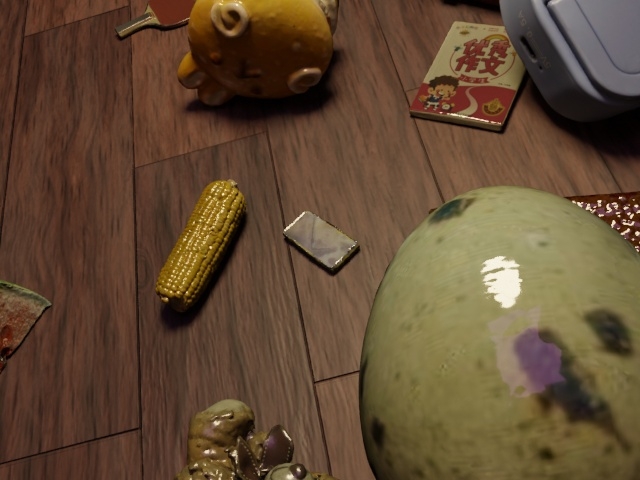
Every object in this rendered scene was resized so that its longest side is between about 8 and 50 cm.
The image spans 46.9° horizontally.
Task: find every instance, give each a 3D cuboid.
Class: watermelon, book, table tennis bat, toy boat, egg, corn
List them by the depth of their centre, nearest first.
[{"bbox_3d":[0.206,0.150,0.759,0.345,0.345,0.427,-15,72,4],"label":"egg"},{"bbox_3d":[0.000,0.000,1.137,0.063,0.016,0.115,-43,56,-16],"label":"toy boat"},{"bbox_3d":[-0.181,0.003,1.144,0.080,0.080,0.238,10,61,21],"label":"corn"},{"bbox_3d":[-0.500,0.127,1.164,0.098,0.121,0.158,4,100,35],"label":"watermelon"},{"bbox_3d":[0.269,-0.288,1.268,0.162,0.022,0.231,16,61,24],"label":"book"},{"bbox_3d":[-0.331,-0.485,1.568,0.220,0.019,0.130,-28,54,-8],"label":"table tennis bat"}]

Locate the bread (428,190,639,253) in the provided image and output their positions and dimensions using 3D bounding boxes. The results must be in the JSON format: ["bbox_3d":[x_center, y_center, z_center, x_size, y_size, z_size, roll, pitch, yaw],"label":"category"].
[{"bbox_3d":[0.352,0.024,0.969,0.417,0.113,0.165,-3,54,14],"label":"bread"}]

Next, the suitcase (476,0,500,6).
[{"bbox_3d":[0.353,-0.546,1.342,0.297,0.161,0.236,23,65,28],"label":"suitcase"}]

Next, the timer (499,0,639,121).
[{"bbox_3d":[0.455,-0.402,1.129,0.395,0.173,0.394,0,87,-7],"label":"timer"}]

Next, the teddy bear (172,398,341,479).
[{"bbox_3d":[-0.066,0.319,0.843,0.256,0.156,0.267,3,27,22],"label":"teddy bear"}]

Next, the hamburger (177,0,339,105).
[{"bbox_3d":[-0.120,-0.361,1.287,0.303,0.261,0.186,-9,56,31],"label":"hamburger"}]
